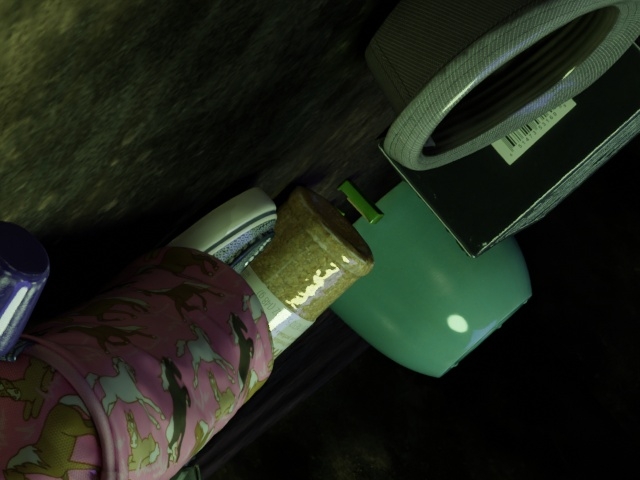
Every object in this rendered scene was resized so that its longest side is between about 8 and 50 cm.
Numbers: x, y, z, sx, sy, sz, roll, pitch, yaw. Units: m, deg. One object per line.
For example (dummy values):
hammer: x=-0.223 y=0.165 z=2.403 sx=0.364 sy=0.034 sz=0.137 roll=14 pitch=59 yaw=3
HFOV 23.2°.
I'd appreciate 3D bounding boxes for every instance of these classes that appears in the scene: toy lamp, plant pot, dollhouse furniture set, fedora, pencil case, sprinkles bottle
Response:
toy lamp: x=-0.271 y=0.090 z=1.001 sx=0.274 sy=0.080 sz=0.080 roll=-43 pitch=172 yaw=24
plant pot: x=0.161 y=0.053 z=2.243 sx=0.293 sy=0.235 sz=0.293 roll=-40 pitch=171 yaw=-8
dollhouse furniture set: x=0.000 y=0.000 z=1.833 sx=0.151 sy=0.058 sz=0.076 roll=-43 pitch=171 yaw=9
fedora: x=0.145 y=-0.178 z=1.344 sx=0.275 sy=0.124 sz=0.244 roll=-29 pitch=165 yaw=-24
pencil case: x=-0.162 y=0.110 z=1.205 sx=0.160 sy=0.167 sz=0.386 roll=-24 pitch=-178 yaw=18
sprinkles bottle: x=-0.107 y=0.101 z=1.655 sx=0.355 sy=0.121 sz=0.121 roll=-44 pitch=172 yaw=11

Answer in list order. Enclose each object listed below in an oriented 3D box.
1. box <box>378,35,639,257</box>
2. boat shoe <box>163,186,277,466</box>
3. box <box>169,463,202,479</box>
box: x=0.263 y=-0.156 z=1.801 sx=0.296 sy=0.183 sz=0.294 roll=-43 pitch=171 yaw=22
boat shoe: x=-0.134 y=0.114 z=1.456 sx=0.340 sy=0.158 sz=0.127 roll=-43 pitch=172 yaw=11
box: x=-0.275 y=0.310 z=1.670 sx=0.295 sy=0.073 sz=0.293 roll=-8 pitch=166 yaw=-10
